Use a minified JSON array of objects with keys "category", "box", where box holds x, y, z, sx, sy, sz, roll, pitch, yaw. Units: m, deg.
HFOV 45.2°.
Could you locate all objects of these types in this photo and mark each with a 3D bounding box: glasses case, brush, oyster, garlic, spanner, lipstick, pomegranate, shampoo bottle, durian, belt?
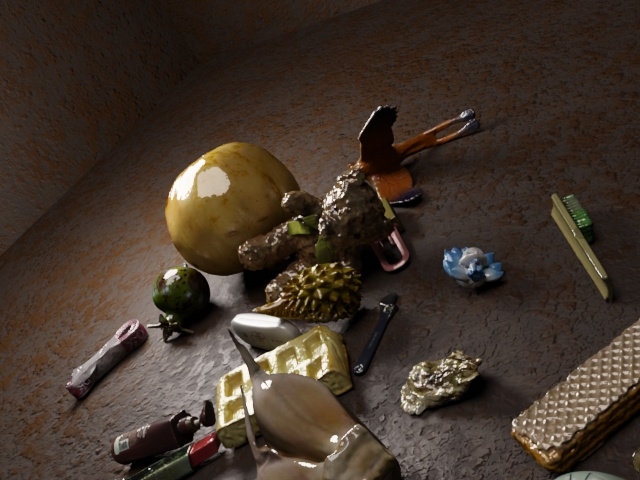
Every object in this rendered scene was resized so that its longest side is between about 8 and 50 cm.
[{"category":"glasses case","box":[-0.110,0.188,1.578,0.193,0.074,0.049,2,43,47]},{"category":"brush","box":[0.455,0.002,1.321,0.048,0.054,0.282,-14,31,7]},{"category":"oyster","box":[0.198,0.218,1.244,0.166,0.053,0.108,-24,18,30]},{"category":"garlic","box":[-0.037,0.325,1.120,0.340,0.246,0.231,31,77,43]},{"category":"spanner","box":[0.105,0.173,1.450,0.046,0.012,0.208,-9,36,38]},{"category":"lipstick","box":[-0.315,0.443,1.411,0.312,0.051,0.051,-29,26,3]},{"category":"pomegranate","box":[-0.341,0.138,1.836,0.148,0.148,0.169,-15,39,30]},{"category":"shampoo bottle","box":[-0.297,0.369,1.469,0.236,0.068,0.067,-24,-11,27]},{"category":"pomegranate","box":[-0.198,-0.056,1.836,0.342,0.342,0.342,-25,29,15]},{"category":"brush","box":[0.137,-0.005,1.665,0.103,0.047,0.233,-32,30,6]},{"category":"durian","box":[-0.020,0.123,1.490,0.224,0.140,0.078,-17,41,-2]},{"category":"belt","box":[-0.521,0.285,1.871,0.232,0.053,0.071,-45,38,-21]}]

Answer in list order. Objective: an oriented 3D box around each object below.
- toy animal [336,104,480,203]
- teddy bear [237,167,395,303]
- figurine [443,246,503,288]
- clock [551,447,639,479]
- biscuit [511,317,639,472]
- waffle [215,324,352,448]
[{"category":"toy animal","box":[0.189,-0.227,1.890,0.284,0.225,0.302,-29,9,-36]},{"category":"teddy bear","box":[-0.008,0.005,1.609,0.296,0.246,0.222,-34,-3,-13]},{"category":"figurine","box":[0.275,0.041,1.412,0.114,0.079,0.114,-2,36,2]},{"category":"clock","box":[0.347,0.319,0.829,0.243,0.146,0.199,-17,26,19]},{"category":"biscuit","box":[0.432,0.178,1.059,0.379,0.054,0.094,-36,28,-7]},{"category":"waffle","box":[-0.077,0.266,1.437,0.274,0.057,0.168,-28,27,9]}]
